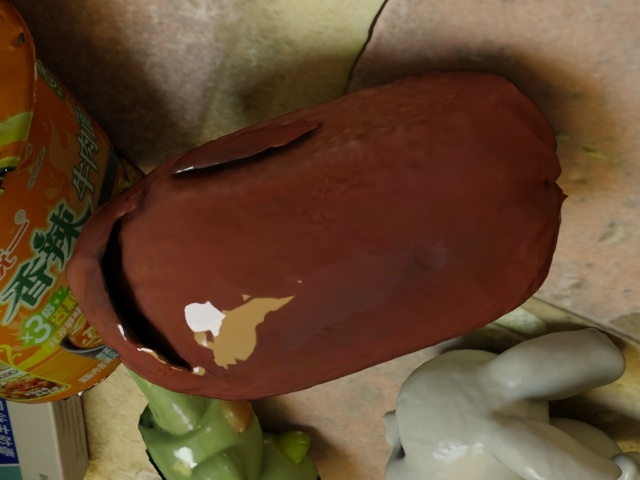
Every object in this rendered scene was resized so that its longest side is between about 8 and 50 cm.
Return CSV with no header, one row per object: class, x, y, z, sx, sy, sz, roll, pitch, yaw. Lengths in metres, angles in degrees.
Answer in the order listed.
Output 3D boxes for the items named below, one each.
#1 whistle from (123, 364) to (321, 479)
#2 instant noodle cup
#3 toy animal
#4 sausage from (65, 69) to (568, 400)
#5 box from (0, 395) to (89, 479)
whistle,-0.074,0.165,1.269,0.141,0.141,0.294,4,128,24
instant noodle cup,-0.210,-0.011,0.969,0.230,0.230,0.182,-3,152,33
toy animal,0.144,0.152,1.092,0.178,0.127,0.193,-2,141,29
sausage,0.000,0.000,0.874,0.279,0.152,0.152,-17,140,6
box,-0.308,0.123,1.362,0.200,0.065,0.343,17,149,6
